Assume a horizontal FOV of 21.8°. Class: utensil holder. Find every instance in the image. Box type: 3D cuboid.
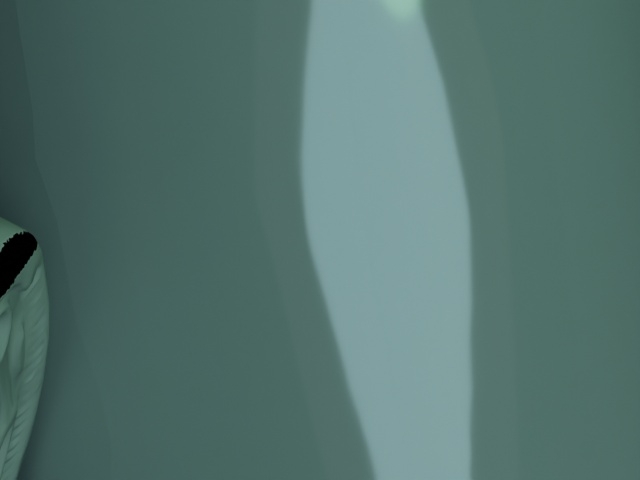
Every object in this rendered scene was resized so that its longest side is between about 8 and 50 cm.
[{"bbox_3d":[0.000,0.000,0.701,0.327,0.327,0.385,-8,93,-21],"label":"utensil holder"}]

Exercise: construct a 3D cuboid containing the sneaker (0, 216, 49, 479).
[{"bbox_3d":[-0.240,0.098,0.566,0.236,0.130,0.323,22,120,2],"label":"sneaker"}]
